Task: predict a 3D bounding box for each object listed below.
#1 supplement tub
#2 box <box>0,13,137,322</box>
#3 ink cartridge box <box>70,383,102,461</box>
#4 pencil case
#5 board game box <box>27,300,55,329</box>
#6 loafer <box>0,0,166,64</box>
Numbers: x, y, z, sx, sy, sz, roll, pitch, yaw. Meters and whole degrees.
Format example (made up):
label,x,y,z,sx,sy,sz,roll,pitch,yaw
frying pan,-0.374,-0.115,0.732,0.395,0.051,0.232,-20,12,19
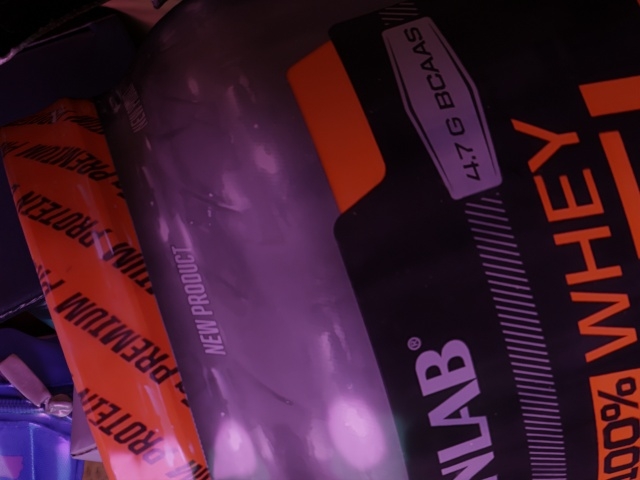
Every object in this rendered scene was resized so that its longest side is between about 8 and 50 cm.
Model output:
label,x,y,z,sx,sy,sz,roll,pitch,yaw
supplement tub,0.074,-0.014,0.527,0.316,0.193,0.193,-20,159,-6
box,-0.157,-0.004,0.671,0.158,0.093,0.156,-26,-178,44
ink cartridge box,-0.059,0.072,0.931,0.151,0.109,0.063,12,158,-32
pencil case,-0.270,0.094,0.948,0.306,0.119,0.133,9,157,-26
board game box,0.000,0.000,0.752,0.193,0.053,0.305,37,140,-25
loafer,-0.042,-0.110,0.485,0.251,0.087,0.094,-25,141,34
